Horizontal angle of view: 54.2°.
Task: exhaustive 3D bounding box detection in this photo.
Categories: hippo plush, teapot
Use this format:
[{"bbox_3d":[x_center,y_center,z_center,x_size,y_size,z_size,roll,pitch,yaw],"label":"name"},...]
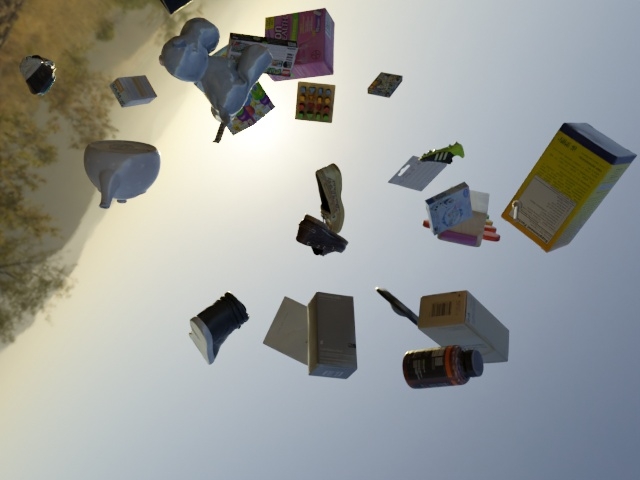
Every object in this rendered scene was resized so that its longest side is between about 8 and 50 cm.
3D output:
[{"bbox_3d":[-0.292,-0.420,1.589,0.234,0.236,0.294,-27,-147,62],"label":"hippo plush"},{"bbox_3d":[-0.630,-0.211,2.000,0.252,0.256,0.187,26,-63,43],"label":"teapot"}]

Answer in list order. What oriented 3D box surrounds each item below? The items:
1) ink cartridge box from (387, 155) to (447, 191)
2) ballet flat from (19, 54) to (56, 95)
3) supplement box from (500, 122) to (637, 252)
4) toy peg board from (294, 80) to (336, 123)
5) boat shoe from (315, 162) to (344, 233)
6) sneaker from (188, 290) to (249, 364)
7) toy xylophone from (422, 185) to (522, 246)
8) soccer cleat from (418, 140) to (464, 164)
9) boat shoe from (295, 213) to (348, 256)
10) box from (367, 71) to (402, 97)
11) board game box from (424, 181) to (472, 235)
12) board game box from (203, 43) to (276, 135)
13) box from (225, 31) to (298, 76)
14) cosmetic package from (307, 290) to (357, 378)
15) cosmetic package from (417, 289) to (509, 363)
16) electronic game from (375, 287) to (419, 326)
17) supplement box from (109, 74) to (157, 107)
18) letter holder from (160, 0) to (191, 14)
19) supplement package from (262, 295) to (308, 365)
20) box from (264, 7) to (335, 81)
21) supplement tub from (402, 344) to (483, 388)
[{"bbox_3d":[0.432,-0.318,2.832,0.189,0.232,0.066,-47,-135,35],"label":"ink cartridge box"},{"bbox_3d":[-0.616,-0.365,1.353,0.074,0.074,0.203,-52,-149,8],"label":"ballet flat"},{"bbox_3d":[0.767,-0.167,1.951,0.195,0.194,0.356,-11,137,-47],"label":"supplement box"},{"bbox_3d":[-0.023,-0.570,2.599,0.079,0.161,0.160,-89,-175,-70],"label":"toy peg board"},{"bbox_3d":[0.026,-0.147,2.300,0.089,0.285,0.104,-20,-146,-23],"label":"boat shoe"},{"bbox_3d":[-0.257,0.228,1.625,0.147,0.104,0.296,-35,167,-23],"label":"sneaker"},{"bbox_3d":[0.428,-0.071,1.729,0.323,0.236,0.081,-36,137,-60],"label":"toy xylophone"},{"bbox_3d":[0.459,-0.317,2.372,0.179,0.072,0.060,-14,-162,33],"label":"soccer cleat"},{"bbox_3d":[0.000,0.000,1.474,0.073,0.207,0.073,20,-95,31],"label":"boat shoe"},{"bbox_3d":[0.250,-0.602,2.418,0.137,0.094,0.027,-54,152,-38],"label":"box"},{"bbox_3d":[0.257,-0.063,1.249,0.090,0.090,0.020,-25,-135,-4],"label":"board game box"},{"bbox_3d":[-0.315,-0.541,2.245,0.144,0.275,0.142,-17,-155,43],"label":"board game box"},{"bbox_3d":[-0.181,-0.565,1.908,0.114,0.207,0.036,114,-28,-49],"label":"box"},{"bbox_3d":[0.032,0.279,1.846,0.107,0.127,0.238,123,-30,-55],"label":"cosmetic package"},{"bbox_3d":[0.442,0.271,1.912,0.160,0.309,0.113,-13,-127,37],"label":"cosmetic package"},{"bbox_3d":[0.298,0.255,2.363,0.048,0.229,0.229,-50,-163,1],"label":"electronic game"},{"bbox_3d":[-0.446,-0.357,1.496,0.036,0.062,0.098,-27,-177,31],"label":"supplement box"},{"bbox_3d":[-0.472,-0.980,2.171,0.302,0.214,0.152,-35,167,-4],"label":"letter holder"},{"bbox_3d":[-0.069,0.356,2.432,0.199,0.198,0.262,-65,167,-6],"label":"supplement package"},{"bbox_3d":[-0.079,-0.721,2.315,0.243,0.117,0.213,-2,-101,20],"label":"box"},{"bbox_3d":[0.321,0.330,1.636,0.198,0.106,0.106,-14,-141,35],"label":"supplement tub"}]
